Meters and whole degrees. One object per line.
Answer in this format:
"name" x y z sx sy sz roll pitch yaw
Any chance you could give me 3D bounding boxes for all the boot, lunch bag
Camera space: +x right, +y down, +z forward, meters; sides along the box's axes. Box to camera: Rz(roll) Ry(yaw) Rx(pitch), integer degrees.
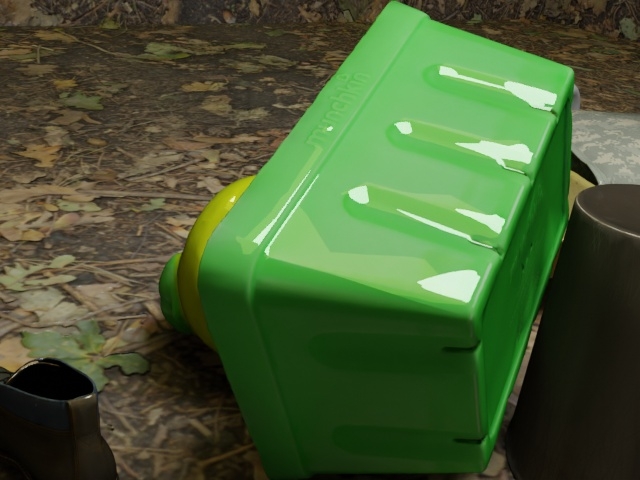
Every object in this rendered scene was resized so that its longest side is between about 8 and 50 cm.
"boot" -0.219 0.118 0.627 0.219 0.106 0.082 26 31 38
"lunch bag" 0.413 -0.078 1.131 0.236 0.168 0.287 0 20 -11

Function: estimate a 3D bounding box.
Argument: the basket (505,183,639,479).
"basket" 0.245 0.081 0.659 0.154 0.226 0.204 12 24 15

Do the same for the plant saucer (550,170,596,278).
"plant saucer" 0.157 -0.024 1.016 0.333 0.080 0.333 -11 27 -10

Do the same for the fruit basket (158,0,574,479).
"fruit basket" 0.000 0.000 0.700 0.392 0.282 0.392 -7 40 6

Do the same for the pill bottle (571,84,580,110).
"pill bottle" 0.308 -0.228 1.469 0.265 0.153 0.153 18 27 28
